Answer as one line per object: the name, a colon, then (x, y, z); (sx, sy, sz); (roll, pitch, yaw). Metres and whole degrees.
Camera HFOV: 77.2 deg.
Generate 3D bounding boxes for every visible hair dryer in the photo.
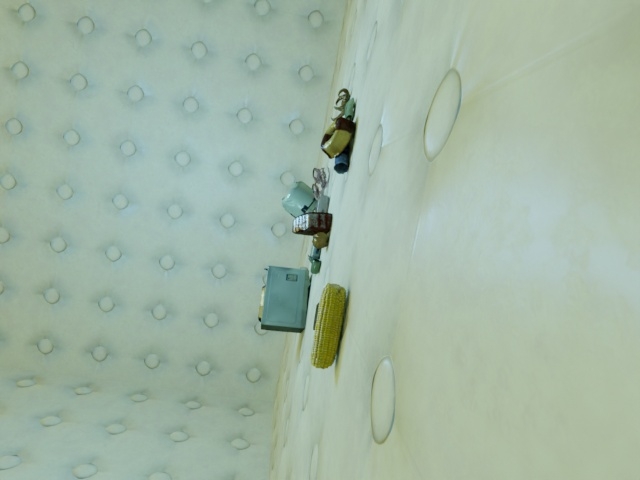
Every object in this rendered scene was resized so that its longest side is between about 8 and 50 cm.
hair dryer: (-0.044, 0.110, 2.080); (0.150, 0.047, 0.071); (-131, 50, -57)

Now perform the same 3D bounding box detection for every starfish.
starfish: (0.103, -0.695, 2.077); (0.190, 0.074, 0.146); (166, 115, -84)

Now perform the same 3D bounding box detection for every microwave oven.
microwave oven: (-0.215, 0.356, 2.396); (0.218, 0.286, 0.355); (111, 163, -68)

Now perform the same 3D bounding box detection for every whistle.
whistle: (0.092, -0.400, 1.744); (0.062, 0.062, 0.304); (106, 172, -45)

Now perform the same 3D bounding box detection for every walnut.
walnut: (0.000, 0.000, 1.893); (0.079, 0.082, 0.096); (-52, -7, -21)

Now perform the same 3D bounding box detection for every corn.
corn: (0.025, 0.251, 1.187); (0.081, 0.081, 0.248); (-179, 98, -84)

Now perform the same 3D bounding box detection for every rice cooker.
rice cooker: (-0.111, -0.243, 2.586); (0.226, 0.244, 0.226); (-56, 1, 1)

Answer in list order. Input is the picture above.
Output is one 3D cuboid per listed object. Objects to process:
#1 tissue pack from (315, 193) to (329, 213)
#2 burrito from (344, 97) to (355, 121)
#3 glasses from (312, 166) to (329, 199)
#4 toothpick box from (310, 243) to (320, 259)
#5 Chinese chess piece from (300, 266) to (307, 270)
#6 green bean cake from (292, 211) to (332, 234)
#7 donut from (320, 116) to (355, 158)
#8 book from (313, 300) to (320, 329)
tissue pack: (0.009, -0.188, 2.201); (0.148, 0.060, 0.109); (161, 119, -85)
burrito: (0.129, -0.575, 1.785); (0.074, 0.044, 0.118); (104, 170, -70)
glasses: (0.018, -0.337, 2.398); (0.162, 0.095, 0.255); (47, -133, -62)
toothpick box: (-0.025, 0.059, 2.145); (0.052, 0.052, 0.083); (-138, 59, -83)
Chinese chess piece: (-0.122, 0.243, 2.782); (0.122, 0.051, 0.122); (-169, 90, -84)
green bean cake: (-0.021, -0.081, 1.980); (0.232, 0.198, 0.097); (164, 108, -66)
donut: (0.069, -0.434, 1.674); (0.184, 0.073, 0.166); (-63, 26, -8)
book: (-0.010, 0.323, 1.742); (0.172, 0.012, 0.118); (115, 164, -70)
